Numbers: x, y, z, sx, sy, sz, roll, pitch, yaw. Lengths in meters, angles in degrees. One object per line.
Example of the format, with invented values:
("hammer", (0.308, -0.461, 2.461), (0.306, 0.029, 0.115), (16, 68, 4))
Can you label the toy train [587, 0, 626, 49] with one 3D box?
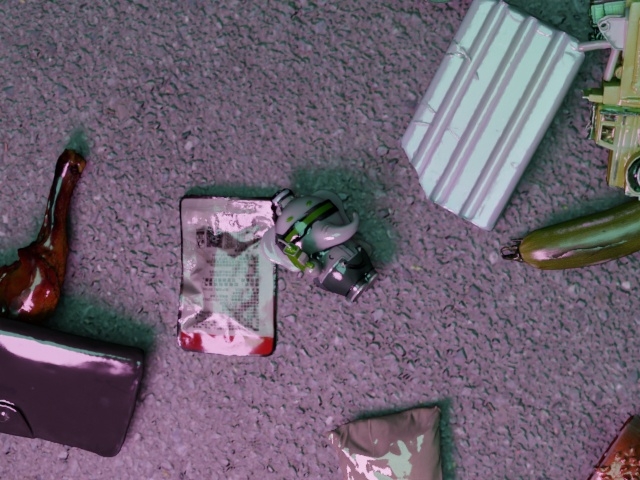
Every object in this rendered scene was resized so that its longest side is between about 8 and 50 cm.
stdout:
("toy train", (0.439, -0.302, 1.740), (0.148, 0.038, 0.071), (-4, 93, 12))

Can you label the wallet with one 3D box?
("wallet", (-0.459, 0.203, 1.891), (0.377, 0.051, 0.197), (15, 114, -7))

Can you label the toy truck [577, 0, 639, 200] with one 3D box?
("toy truck", (0.406, -0.191, 1.686), (0.135, 0.128, 0.260), (1, 109, 9))

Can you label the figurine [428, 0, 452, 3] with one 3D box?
("figurine", (0.180, -0.439, 1.774), (0.250, 0.141, 0.167), (-36, 122, -18))

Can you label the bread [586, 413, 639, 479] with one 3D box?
("bread", (0.410, 0.311, 1.722), (0.073, 0.160, 0.160), (36, 100, 14))

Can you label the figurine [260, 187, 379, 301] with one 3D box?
("figurine", (0.000, 0.000, 1.819), (0.147, 0.126, 0.192), (-40, 76, -23))

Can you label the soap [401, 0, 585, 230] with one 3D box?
("soap", (0.232, -0.179, 1.764), (0.172, 0.095, 0.290), (28, 99, 9))

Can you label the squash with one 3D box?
("squash", (0.402, -0.016, 1.747), (0.318, 0.071, 0.080), (-22, 88, 13))

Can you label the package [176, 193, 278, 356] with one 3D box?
("package", (-0.140, 0.052, 1.893), (0.154, 0.030, 0.239), (3, 94, 11))

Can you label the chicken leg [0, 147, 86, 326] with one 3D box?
("chicken leg", (-0.451, 0.049, 1.935), (0.158, 0.096, 0.407), (39, 100, 26))

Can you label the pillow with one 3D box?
("pillow", (0.095, 0.375, 1.842), (0.173, 0.067, 0.270), (-4, 93, 7))
